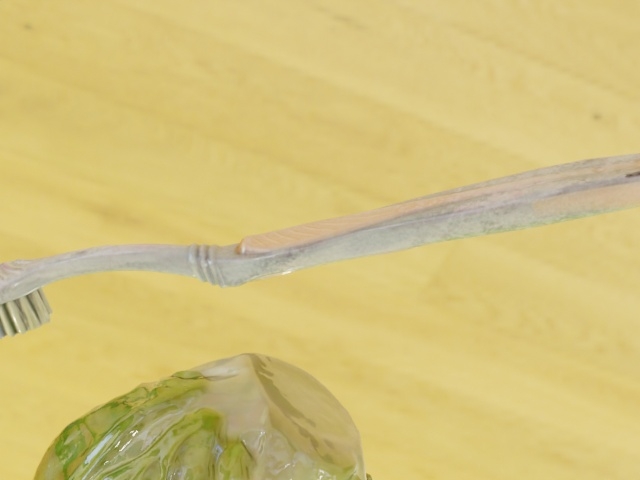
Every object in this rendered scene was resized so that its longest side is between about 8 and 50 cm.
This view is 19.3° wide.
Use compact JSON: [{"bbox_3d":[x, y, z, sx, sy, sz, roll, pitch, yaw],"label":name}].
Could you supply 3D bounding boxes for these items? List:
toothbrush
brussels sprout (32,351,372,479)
[{"bbox_3d":[0.000,0.000,0.819,0.375,0.028,0.037,-11,115,11],"label":"toothbrush"},{"bbox_3d":[-0.050,0.122,0.756,0.155,0.155,0.117,-21,162,27],"label":"brussels sprout"}]
